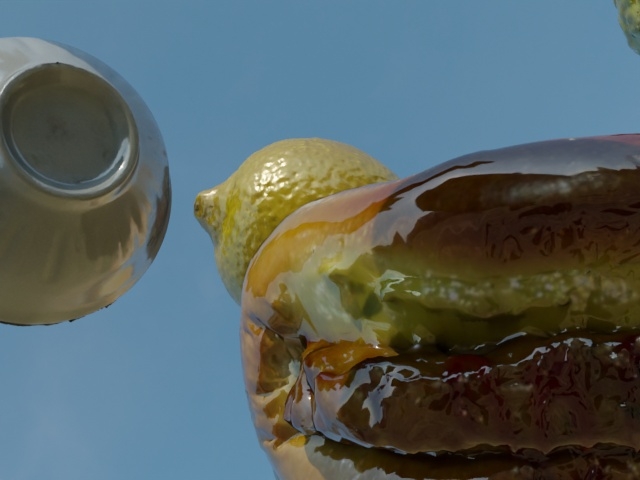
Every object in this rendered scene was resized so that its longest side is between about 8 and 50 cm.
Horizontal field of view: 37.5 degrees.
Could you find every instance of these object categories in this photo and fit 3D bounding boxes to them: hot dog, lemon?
[{"bbox_3d":[0.151,0.053,0.493,0.405,0.223,0.185,-5,-98,3],"label":"hot dog"},{"bbox_3d":[0.000,0.000,0.879,0.244,0.187,0.187,20,-71,-5],"label":"lemon"}]

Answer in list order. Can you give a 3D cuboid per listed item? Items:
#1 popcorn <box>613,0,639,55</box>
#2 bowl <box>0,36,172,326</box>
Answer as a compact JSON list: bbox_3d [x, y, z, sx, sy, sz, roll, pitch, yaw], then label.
[{"bbox_3d":[0.388,-0.243,0.885,0.225,0.286,0.173,-48,-30,15],"label":"popcorn"},{"bbox_3d":[-0.160,-0.050,0.551,0.189,0.086,0.189,11,-112,-29],"label":"bowl"}]
